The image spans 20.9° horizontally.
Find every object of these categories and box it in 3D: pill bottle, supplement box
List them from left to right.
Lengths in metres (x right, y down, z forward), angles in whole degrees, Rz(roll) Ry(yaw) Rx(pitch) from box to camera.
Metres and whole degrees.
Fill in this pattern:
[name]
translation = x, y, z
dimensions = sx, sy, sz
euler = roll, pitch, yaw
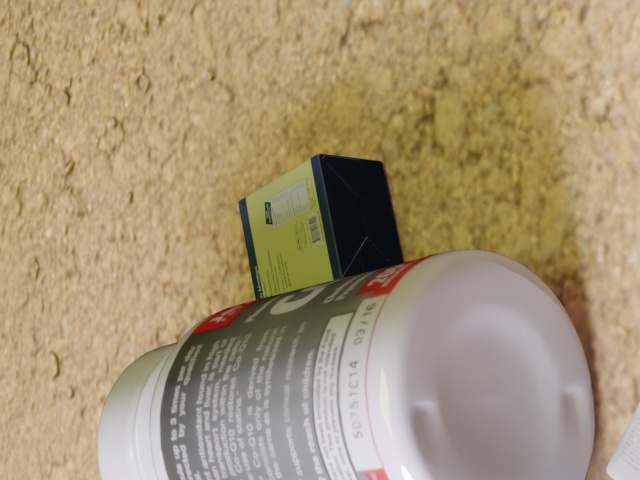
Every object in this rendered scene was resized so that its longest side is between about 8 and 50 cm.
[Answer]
[supplement box]
translation = 0.000, 0.000, 1.099
dimensions = 0.083, 0.056, 0.083
euler = -28, 66, 44
[pill bottle]
translation = 0.003, 0.106, 1.005
dimensions = 0.283, 0.161, 0.161
euler = -15, 75, 47

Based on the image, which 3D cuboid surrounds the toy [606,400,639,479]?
[toy]
translation = 0.212, 0.026, 0.708
dimensions = 0.237, 0.056, 0.137
euler = -67, 30, 12
